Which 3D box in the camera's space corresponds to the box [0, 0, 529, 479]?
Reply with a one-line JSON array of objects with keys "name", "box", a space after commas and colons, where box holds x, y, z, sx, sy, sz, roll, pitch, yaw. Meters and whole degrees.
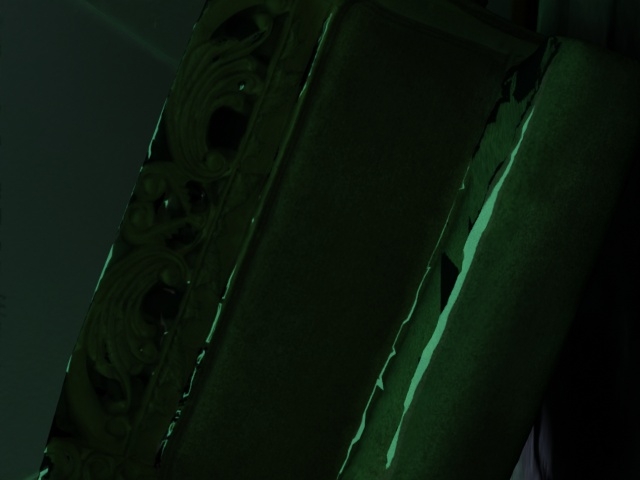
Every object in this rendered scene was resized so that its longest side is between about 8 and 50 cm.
[{"name": "box", "box": [-0.048, -0.023, 0.818, 0.214, 0.259, 0.284, -98, 11, -75]}]

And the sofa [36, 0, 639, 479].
[{"name": "sofa", "box": [0.029, 0.004, 0.579, 0.258, 0.182, 0.200, -103, 33, -82]}]
